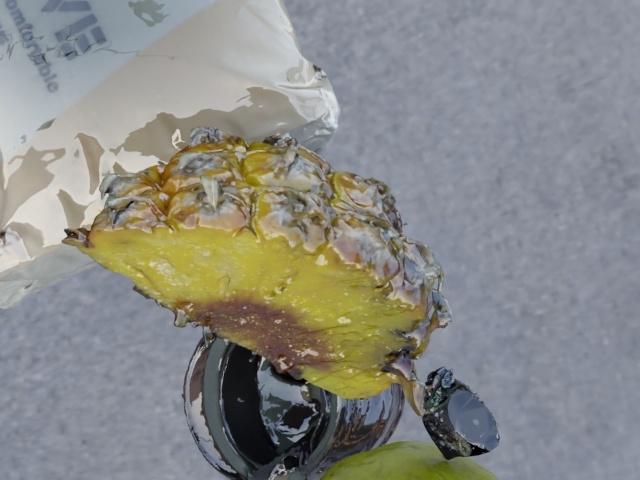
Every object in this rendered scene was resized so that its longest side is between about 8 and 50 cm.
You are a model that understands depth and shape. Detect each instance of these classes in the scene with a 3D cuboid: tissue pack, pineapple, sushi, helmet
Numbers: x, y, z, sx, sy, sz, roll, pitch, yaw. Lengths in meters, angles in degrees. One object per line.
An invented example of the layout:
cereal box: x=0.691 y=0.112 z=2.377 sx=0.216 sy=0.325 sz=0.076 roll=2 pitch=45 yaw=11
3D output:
tissue pack: x=-0.201 y=-0.169 z=1.146 sx=0.390 sy=0.195 sz=0.375 roll=-29 pitch=85 yaw=0
pineapple: x=0.000 y=-0.005 z=0.971 sx=0.334 sy=0.161 sz=0.158 roll=37 pitch=39 yaw=-35
sushi: x=0.130 y=0.168 z=1.353 sx=0.056 sy=0.083 sz=0.084 roll=-37 pitch=95 yaw=-8
helmet: x=-0.020 y=0.184 z=1.727 sx=0.177 sy=0.305 sz=0.224 roll=-7 pitch=88 yaw=-38

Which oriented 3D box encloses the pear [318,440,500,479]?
pear: x=0.116 y=0.355 z=1.407 sx=0.287 sy=0.375 sz=0.287 roll=-10 pitch=108 yaw=-35
